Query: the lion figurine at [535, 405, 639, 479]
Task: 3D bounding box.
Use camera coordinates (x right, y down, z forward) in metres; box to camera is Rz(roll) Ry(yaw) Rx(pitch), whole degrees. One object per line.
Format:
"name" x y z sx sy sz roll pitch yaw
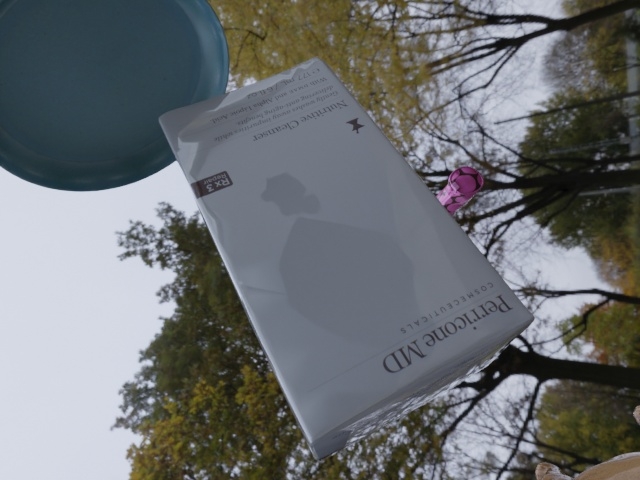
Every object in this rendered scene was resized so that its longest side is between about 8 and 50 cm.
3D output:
"lion figurine" 0.379 0.295 0.529 0.392 0.142 0.240 -44 -25 9

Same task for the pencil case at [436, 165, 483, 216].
"pencil case" 0.353 -0.116 1.221 0.098 0.209 0.095 -17 -109 -12

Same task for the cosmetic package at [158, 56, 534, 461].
"cosmetic package" 0.000 0.000 0.490 0.217 0.385 0.156 -26 -30 -13

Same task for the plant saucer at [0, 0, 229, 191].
"plant saucer" -0.262 -0.193 0.565 0.318 0.317 0.043 -16 -122 -47
